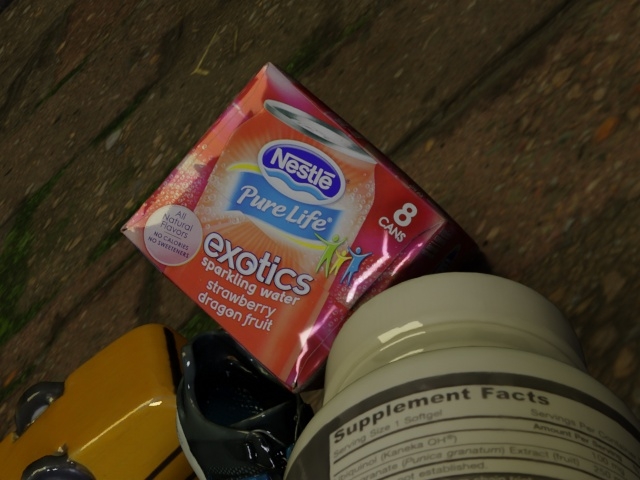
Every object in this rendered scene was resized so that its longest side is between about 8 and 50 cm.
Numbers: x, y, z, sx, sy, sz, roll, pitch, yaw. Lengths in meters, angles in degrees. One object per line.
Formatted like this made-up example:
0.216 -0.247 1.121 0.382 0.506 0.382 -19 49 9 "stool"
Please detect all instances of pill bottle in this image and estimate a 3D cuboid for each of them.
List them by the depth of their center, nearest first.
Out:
0.068 0.157 0.712 0.176 0.176 0.319 -39 27 24 "pill bottle"

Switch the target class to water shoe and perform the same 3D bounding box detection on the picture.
-0.023 0.127 0.881 0.073 0.080 0.203 -26 47 -21 "water shoe"

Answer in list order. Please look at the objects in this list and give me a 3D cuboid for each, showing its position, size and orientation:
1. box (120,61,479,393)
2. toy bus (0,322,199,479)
0.000 0.000 0.967 0.123 0.128 0.257 -48 -10 4 "box"
-0.190 0.206 1.139 0.333 0.130 0.108 -45 26 12 "toy bus"
